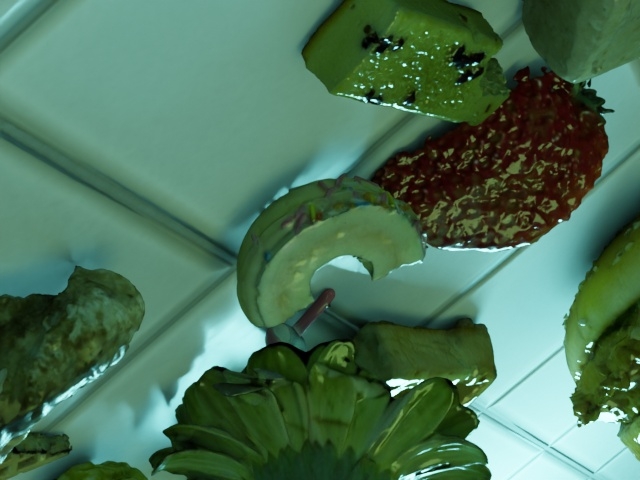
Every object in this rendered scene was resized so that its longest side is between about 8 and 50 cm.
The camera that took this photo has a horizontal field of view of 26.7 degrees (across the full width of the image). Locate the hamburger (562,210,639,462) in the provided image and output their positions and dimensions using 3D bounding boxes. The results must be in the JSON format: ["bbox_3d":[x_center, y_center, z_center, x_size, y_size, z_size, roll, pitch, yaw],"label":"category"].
[{"bbox_3d":[0.424,0.105,1.583,0.287,0.268,0.445,-18,152,-37],"label":"hamburger"}]

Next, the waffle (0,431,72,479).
[{"bbox_3d":[-0.267,0.171,1.113,0.152,0.023,0.097,-17,148,-33],"label":"waffle"}]

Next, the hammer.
[{"bbox_3d":[-0.016,0.077,1.273,0.083,0.031,0.052,-48,153,-2],"label":"hammer"}]

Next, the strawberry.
[{"bbox_3d":[0.170,-0.052,1.197,0.236,0.107,0.175,-38,154,3],"label":"strawberry"}]

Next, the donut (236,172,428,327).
[{"bbox_3d":[0.002,-0.004,1.098,0.166,0.065,0.108,-21,135,-9],"label":"donut"}]

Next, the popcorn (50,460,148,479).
[{"bbox_3d":[-0.206,0.255,1.247,0.121,0.116,0.106,53,53,-26],"label":"popcorn"}]

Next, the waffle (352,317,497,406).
[{"bbox_3d":[0.027,0.221,1.502,0.348,0.077,0.304,-46,154,18],"label":"waffle"}]

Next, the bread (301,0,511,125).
[{"bbox_3d":[0.083,-0.137,1.015,0.088,0.049,0.226,-50,152,24],"label":"bread"}]

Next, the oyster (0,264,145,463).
[{"bbox_3d":[-0.255,0.140,0.990,0.166,0.094,0.294,7,128,-50],"label":"oyster"}]

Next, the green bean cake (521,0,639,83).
[{"bbox_3d":[0.254,-0.209,1.072,0.179,0.085,0.109,-25,153,-21],"label":"green bean cake"}]

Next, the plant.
[{"bbox_3d":[-0.020,0.222,1.237,0.305,0.261,0.297,-25,-168,31],"label":"plant"}]
